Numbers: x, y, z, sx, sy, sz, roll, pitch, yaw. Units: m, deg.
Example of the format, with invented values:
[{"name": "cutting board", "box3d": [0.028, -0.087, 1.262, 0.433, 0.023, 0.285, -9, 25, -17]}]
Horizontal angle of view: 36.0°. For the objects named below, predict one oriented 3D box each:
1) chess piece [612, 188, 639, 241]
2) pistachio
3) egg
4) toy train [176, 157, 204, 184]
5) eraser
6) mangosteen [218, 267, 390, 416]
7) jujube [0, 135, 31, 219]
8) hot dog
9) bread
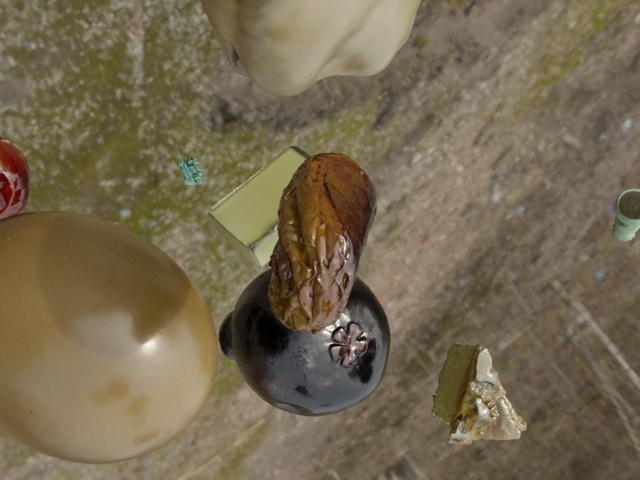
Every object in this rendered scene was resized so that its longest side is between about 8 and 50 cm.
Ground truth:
[{"name": "chess piece", "box3d": [0.352, -0.024, 1.119, 0.042, 0.042, 0.093, -37, 159, -4]}, {"name": "pistachio", "box3d": [-0.018, -0.398, 1.472, 0.445, 0.281, 0.365, 9, 107, -48]}, {"name": "egg", "box3d": [-0.313, 0.121, 1.267, 0.301, 0.374, 0.301, -57, 171, -14]}, {"name": "toy train", "box3d": [-0.269, -0.144, 2.042, 0.045, 0.029, 0.092, -2, 155, 8]}, {"name": "eraser", "box3d": [-0.064, -0.051, 1.443, 0.172, 0.117, 0.058, -40, 142, -15]}, {"name": "mangosteen", "box3d": [-0.035, 0.159, 1.648, 0.275, 0.275, 0.302, -25, -168, -32]}, {"name": "jujube", "box3d": [-0.517, -0.094, 1.499, 0.155, 0.155, 0.230, -37, -167, -5]}, {"name": "hot dog", "box3d": [0.003, -0.001, 1.036, 0.227, 0.099, 0.160, -60, 165, -65]}, {"name": "bread", "box3d": [0.243, 0.231, 1.514, 0.127, 0.152, 0.147, 3, -179, -10]}]
